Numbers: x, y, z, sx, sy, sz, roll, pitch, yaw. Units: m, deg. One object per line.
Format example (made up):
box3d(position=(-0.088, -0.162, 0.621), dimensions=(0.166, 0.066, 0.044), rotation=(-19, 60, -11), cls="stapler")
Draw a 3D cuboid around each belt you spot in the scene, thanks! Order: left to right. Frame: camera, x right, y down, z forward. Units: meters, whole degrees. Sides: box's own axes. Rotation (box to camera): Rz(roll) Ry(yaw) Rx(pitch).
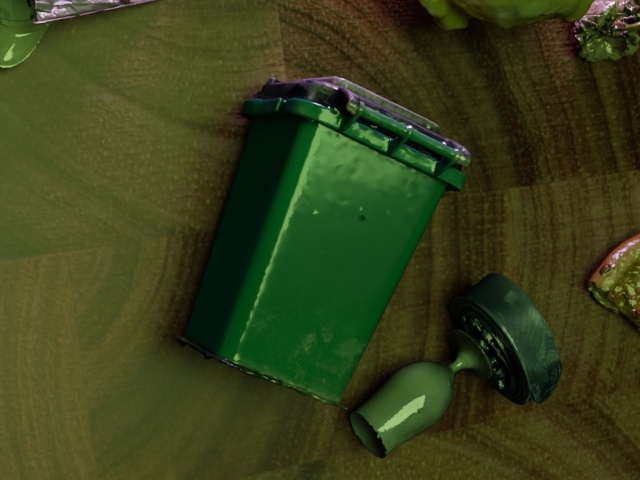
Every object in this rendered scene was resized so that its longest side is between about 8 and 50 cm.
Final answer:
box3d(position=(0.262, 0.145, 1.845), dimensions=(0.082, 0.141, 0.190), rotation=(-34, 106, -20), cls="belt")

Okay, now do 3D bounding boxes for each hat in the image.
box3d(position=(-0.368, -0.287, 1.602), dimensions=(0.166, 0.081, 0.122), rotation=(-61, 149, -10), cls="hat")

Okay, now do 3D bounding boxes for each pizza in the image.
box3d(position=(0.493, 0.071, 1.996), dimensions=(0.182, 0.062, 0.161), rotation=(-16, 98, -25), cls="pizza")

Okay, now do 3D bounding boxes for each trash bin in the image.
box3d(position=(0.000, 0.000, 1.656), dimensions=(0.259, 0.295, 0.381), rotation=(22, 87, -22), cls="trash bin")

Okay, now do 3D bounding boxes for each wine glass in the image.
box3d(position=(0.138, 0.214, 1.814), dimensions=(0.202, 0.093, 0.093), rotation=(-36, 104, -21), cls="wine glass")

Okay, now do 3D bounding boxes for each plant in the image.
box3d(position=(0.446, -0.312, 1.948), dimensions=(0.116, 0.122, 0.104), rotation=(-33, 114, -28), cls="plant")

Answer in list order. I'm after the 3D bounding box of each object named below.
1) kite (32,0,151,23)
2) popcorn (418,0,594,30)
box3d(position=(-0.288, -0.377, 1.624), dimensions=(0.267, 0.013, 0.323), rotation=(33, 54, -41), cls="kite")
box3d(position=(0.260, -0.427, 1.782), dimensions=(0.312, 0.312, 0.312), rotation=(0, 90, -25), cls="popcorn")
